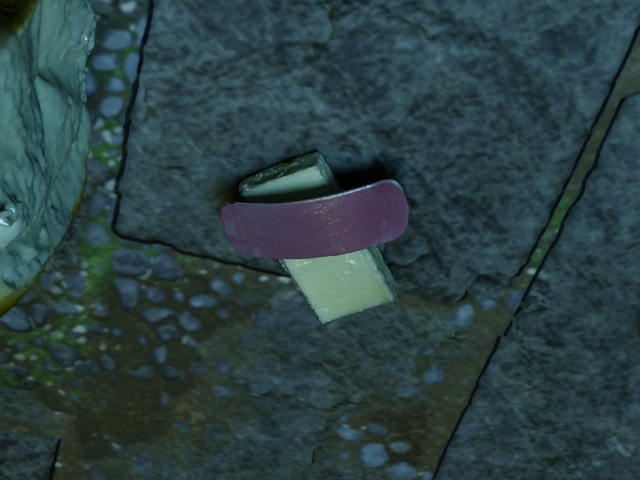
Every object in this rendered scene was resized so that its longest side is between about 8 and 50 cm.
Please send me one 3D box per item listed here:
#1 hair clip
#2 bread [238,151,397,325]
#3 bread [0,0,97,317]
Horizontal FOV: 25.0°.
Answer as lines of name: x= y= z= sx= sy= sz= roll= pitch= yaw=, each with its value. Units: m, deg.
hair clip: x=-0.004 y=-0.013 z=1.047 sx=0.137 sy=0.022 sz=0.054 roll=-7 pitch=126 yaw=8
bread: x=0.000 y=0.000 z=1.090 sx=0.068 sy=0.028 sz=0.154 roll=-19 pitch=129 yaw=19
bread: x=-0.286 y=-0.060 z=0.911 sx=0.279 sy=0.250 sz=0.225 roll=-1 pitch=126 yaw=12
